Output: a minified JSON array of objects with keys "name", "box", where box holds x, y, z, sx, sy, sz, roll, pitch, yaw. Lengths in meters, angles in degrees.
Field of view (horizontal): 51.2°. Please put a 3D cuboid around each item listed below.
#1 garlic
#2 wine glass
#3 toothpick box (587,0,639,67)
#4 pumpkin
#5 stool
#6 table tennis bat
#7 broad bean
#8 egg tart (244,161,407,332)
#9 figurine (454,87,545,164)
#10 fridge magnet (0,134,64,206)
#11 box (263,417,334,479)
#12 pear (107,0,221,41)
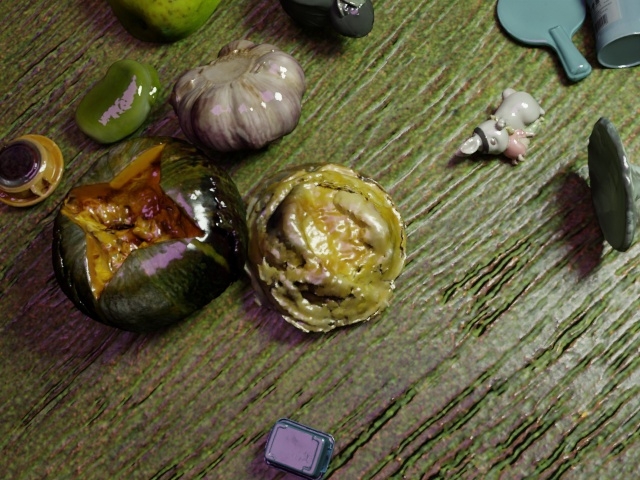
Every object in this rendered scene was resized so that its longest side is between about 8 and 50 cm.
[{"name":"garlic","box":[-0.131,-0.236,1.150,0.245,0.160,0.244,-11,49,13]},{"name":"wine glass","box":[0.612,-0.112,0.943,0.407,0.267,0.266,-8,69,9]},{"name":"toothpick box","box":[0.511,-0.385,1.134,0.101,0.101,0.153,-2,70,8]},{"name":"pumpkin","box":[-0.268,-0.013,1.056,0.321,0.192,0.320,-4,71,13]},{"name":"stool","box":[0.004,-0.438,1.208,0.154,0.139,0.227,-17,70,3]},{"name":"table tennis bat","box":[0.409,-0.380,1.183,0.153,0.040,0.244,-20,64,2]},{"name":"broad bean","box":[-0.368,-0.255,1.232,0.124,0.082,0.174,31,87,18]},{"name":"egg tart","box":[0.000,0.000,1.060,0.297,0.132,0.296,-1,73,3]},{"name":"figurine","box":[0.302,-0.172,1.096,0.098,0.081,0.146,37,79,19]},{"name":"fridge magnet","box":[-0.537,-0.129,1.213,0.143,0.063,0.142,-2,73,7]},{"name":"box","box":[-0.035,0.307,0.983,0.099,0.054,0.074,16,75,13]},{"name":"pear","box":[-0.312,-0.510,1.274,0.293,0.159,0.292,-2,72,7]}]
